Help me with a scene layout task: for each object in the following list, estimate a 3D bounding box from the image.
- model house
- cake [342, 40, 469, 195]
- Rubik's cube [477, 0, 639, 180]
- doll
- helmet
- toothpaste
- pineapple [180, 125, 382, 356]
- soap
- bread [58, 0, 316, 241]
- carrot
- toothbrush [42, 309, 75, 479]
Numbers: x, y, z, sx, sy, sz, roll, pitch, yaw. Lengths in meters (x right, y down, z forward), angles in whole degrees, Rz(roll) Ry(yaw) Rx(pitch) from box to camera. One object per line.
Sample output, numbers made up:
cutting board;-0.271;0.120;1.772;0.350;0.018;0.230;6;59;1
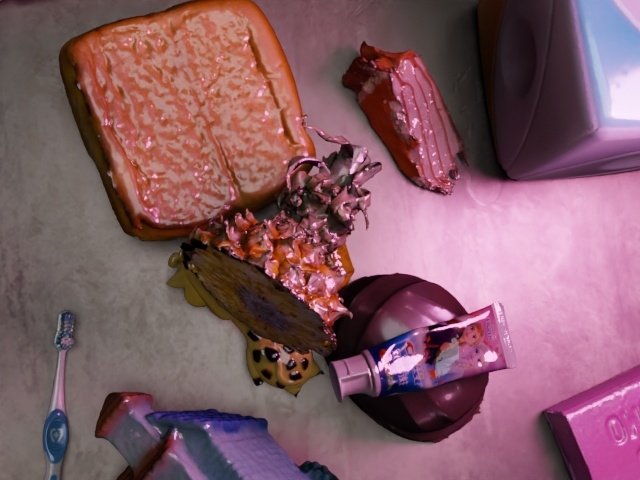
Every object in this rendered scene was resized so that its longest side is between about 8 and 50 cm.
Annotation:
model house;-0.192;0.363;1.133;0.329;0.252;0.295;41;102;20
cake;0.149;-0.199;1.296;0.098;0.135;0.287;-42;101;-26
Rubik's cube;0.465;-0.293;1.233;0.352;0.347;0.351;-4;84;-10
doll;-0.116;0.118;1.221;0.117;0.086;0.291;-43;94;-1
helmet;0.151;0.176;1.215;0.305;0.177;0.225;40;77;-2
toothpaste;0.144;0.161;1.104;0.266;0.061;0.096;-13;90;-14
pineapple;-0.022;-0.020;1.117;0.262;0.262;0.271;35;66;-4
soap;0.519;0.309;1.307;0.260;0.081;0.181;-21;87;-11
bread;-0.192;-0.183;1.215;0.328;0.148;0.336;-24;92;-17
carrot;0.000;0.000;1.256;0.082;0.082;0.173;-25;87;-12
toothbrush;-0.392;0.296;1.183;0.040;0.040;0.385;6;86;-9
